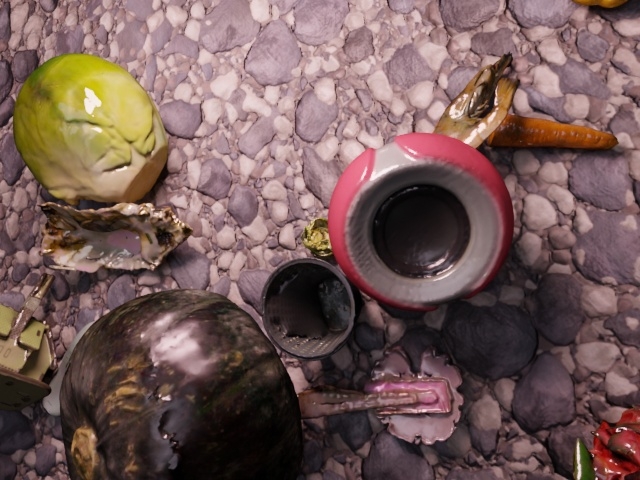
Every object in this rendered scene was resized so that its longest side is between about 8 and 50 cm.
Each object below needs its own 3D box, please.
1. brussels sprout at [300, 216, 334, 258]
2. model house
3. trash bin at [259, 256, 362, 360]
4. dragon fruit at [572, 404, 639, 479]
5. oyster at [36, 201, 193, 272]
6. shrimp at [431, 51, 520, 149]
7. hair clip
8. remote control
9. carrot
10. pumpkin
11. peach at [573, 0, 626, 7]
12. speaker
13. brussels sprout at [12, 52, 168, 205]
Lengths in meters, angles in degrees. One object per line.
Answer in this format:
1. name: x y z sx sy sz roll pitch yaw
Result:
1. brussels sprout: 0.000 0.000 0.885 0.085 0.058 0.085 5 66 -12
2. model house: -0.707 0.222 1.023 0.219 0.205 0.278 -28 40 28
3. trash bin: 0.002 0.121 0.810 0.176 0.161 0.175 -2 84 20
4. dragon fruit: 0.507 0.331 0.590 0.293 0.234 0.233 -20 77 17
5. oyster: -0.448 -0.015 0.974 0.355 0.201 0.107 2 39 6
6. shrimp: 0.289 -0.245 0.792 0.059 0.145 0.254 38 95 -26
7. hair clip: 0.105 0.285 0.803 0.301 0.069 0.172 -5 82 6
8. remote control: -0.571 0.301 1.024 0.097 0.045 0.256 33 96 22
9. carrot: 0.415 -0.187 0.783 0.210 0.061 0.061 10 85 14
10. pumpkin: -0.233 0.303 0.753 0.455 0.344 0.453 7 101 41
11. peach: 0.501 -0.498 0.772 0.179 0.103 0.179 -1 85 17
12. speaker: 0.165 -0.031 0.724 0.295 0.294 0.293 -2 82 17
13. brussels sprout: -0.497 -0.238 0.974 0.345 0.268 0.343 5 106 19
